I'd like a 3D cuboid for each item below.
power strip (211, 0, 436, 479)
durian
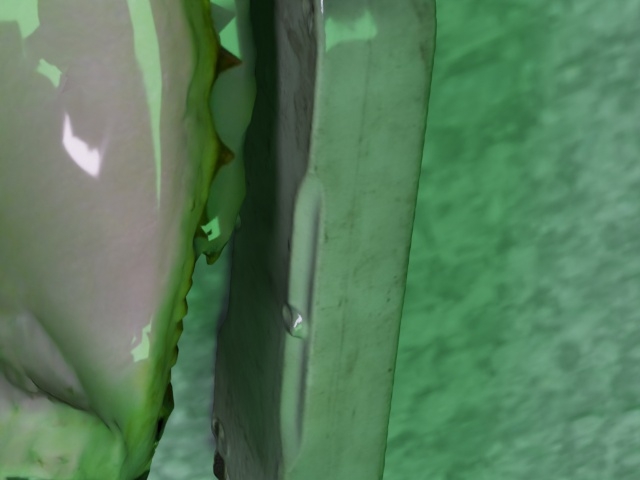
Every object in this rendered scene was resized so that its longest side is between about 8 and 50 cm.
[{"bbox_3d":[-0.003,0.000,0.632,0.048,0.080,0.286,-12,132,-19],"label":"power strip"},{"bbox_3d":[-0.114,-0.050,0.499,0.305,0.185,0.195,24,101,-45],"label":"durian"}]
